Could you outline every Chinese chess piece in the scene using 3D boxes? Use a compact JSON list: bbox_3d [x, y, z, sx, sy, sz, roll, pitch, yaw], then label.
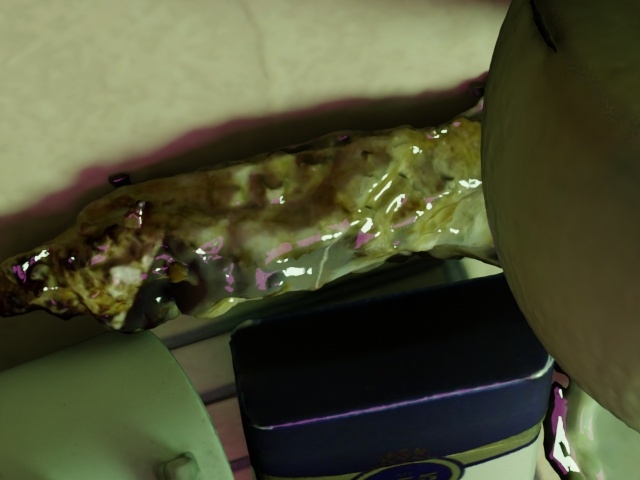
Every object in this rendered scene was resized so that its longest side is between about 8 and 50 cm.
[{"bbox_3d":[0.239,-0.042,0.781,0.349,0.349,0.146,-6,126,-8],"label":"Chinese chess piece"}]

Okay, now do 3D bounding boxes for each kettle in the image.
[{"bbox_3d":[-0.195,0.190,0.962,0.318,0.265,0.205,-17,111,-19],"label":"kettle"}]

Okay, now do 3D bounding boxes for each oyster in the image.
[{"bbox_3d":[0.000,-0.001,0.992,0.345,0.079,0.129,-13,150,-4],"label":"oyster"}]

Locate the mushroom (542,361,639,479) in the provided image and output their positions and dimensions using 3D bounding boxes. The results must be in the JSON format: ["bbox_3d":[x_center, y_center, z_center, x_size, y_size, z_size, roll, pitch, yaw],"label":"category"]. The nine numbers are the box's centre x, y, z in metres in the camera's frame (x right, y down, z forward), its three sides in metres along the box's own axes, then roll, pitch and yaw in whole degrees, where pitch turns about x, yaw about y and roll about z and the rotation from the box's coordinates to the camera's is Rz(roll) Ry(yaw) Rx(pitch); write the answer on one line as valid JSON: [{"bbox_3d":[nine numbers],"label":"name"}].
[{"bbox_3d":[0.262,0.069,1.030,0.130,0.247,0.344,-35,156,-41],"label":"mushroom"}]

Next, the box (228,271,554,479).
[{"bbox_3d":[0.041,0.114,1.108,0.168,0.071,0.259,-10,153,-2],"label":"box"}]
